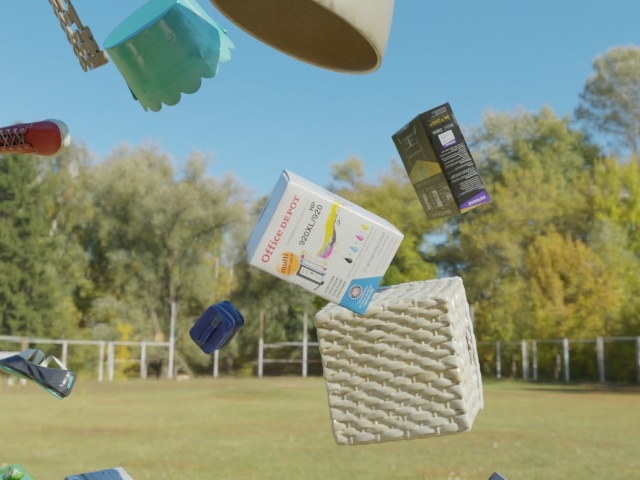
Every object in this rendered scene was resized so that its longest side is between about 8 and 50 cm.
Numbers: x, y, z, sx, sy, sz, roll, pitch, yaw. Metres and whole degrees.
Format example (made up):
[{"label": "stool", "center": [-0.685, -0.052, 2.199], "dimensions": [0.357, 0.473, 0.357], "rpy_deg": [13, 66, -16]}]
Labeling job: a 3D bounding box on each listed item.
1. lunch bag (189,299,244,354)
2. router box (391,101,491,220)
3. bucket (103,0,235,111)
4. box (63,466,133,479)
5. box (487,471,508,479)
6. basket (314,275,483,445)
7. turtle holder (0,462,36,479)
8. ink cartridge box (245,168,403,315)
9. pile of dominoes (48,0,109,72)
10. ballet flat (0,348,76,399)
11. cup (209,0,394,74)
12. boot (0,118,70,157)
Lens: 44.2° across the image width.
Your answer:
[{"label": "lunch bag", "center": [-0.200, 0.167, 1.486], "dimensions": [0.067, 0.098, 0.065], "rpy_deg": [43, 20, 14]}, {"label": "router box", "center": [0.279, -0.178, 1.881], "dimensions": [0.081, 0.242, 0.309], "rpy_deg": [-24, 2, -6]}, {"label": "bucket", "center": [-0.369, -0.464, 1.891], "dimensions": [0.281, 0.281, 0.183], "rpy_deg": [-7, -49, 39]}, {"label": "box", "center": [-0.504, 0.608, 1.874], "dimensions": [0.145, 0.038, 0.186], "rpy_deg": [36, 11, 27]}, {"label": "box", "center": [0.190, 0.387, 0.952], "dimensions": [0.093, 0.158, 0.156], "rpy_deg": [36, -28, 21]}, {"label": "basket", "center": [0.177, 0.271, 1.797], "dimensions": [0.331, 0.328, 0.266], "rpy_deg": [-10, 0, 17]}, {"label": "turtle holder", "center": [-0.592, 0.566, 1.514], "dimensions": [0.320, 0.227, 0.243], "rpy_deg": [38, -11, 11]}, {"label": "ink cartridge box", "center": [0.000, 0.000, 1.458], "dimensions": [0.233, 0.171, 0.168], "rpy_deg": [25, 8, -12]}, {"label": "pile of dominoes", "center": [-0.543, -0.498, 1.727], "dimensions": [0.040, 0.251, 0.196], "rpy_deg": [-29, 15, -20]}, {"label": "ballet flat", "center": [-0.569, 0.261, 1.595], "dimensions": [0.203, 0.074, 0.074], "rpy_deg": [14, -1, 32]}, {"label": "cup", "center": [-0.003, -0.467, 1.345], "dimensions": [0.331, 0.237, 0.331], "rpy_deg": [24, -4, 2]}, {"label": "boot", "center": [-0.697, -0.225, 1.784], "dimensions": [0.244, 0.088, 0.176], "rpy_deg": [2, 10, 39]}]
